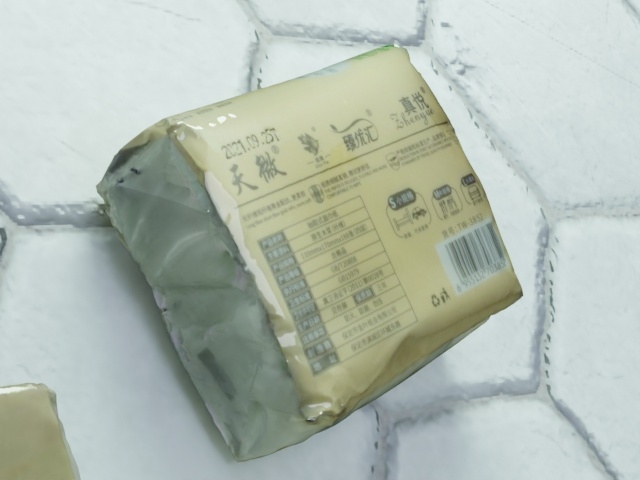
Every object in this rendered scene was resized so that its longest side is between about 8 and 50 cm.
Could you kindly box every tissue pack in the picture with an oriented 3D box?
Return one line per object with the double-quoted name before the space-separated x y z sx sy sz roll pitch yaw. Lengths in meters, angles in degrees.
"tissue pack" 0.000 0.000 0.961 0.222 0.090 0.186 -27 89 -47

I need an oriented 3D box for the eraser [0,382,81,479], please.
"eraser" -0.238 0.154 0.654 0.343 0.078 0.144 -7 72 -44
